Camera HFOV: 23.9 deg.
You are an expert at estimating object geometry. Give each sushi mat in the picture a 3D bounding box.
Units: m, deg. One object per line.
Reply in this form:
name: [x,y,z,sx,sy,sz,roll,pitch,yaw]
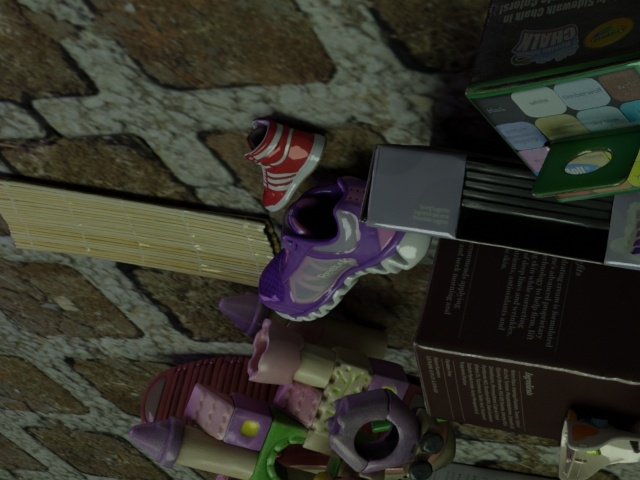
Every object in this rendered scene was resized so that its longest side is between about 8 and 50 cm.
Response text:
sushi mat: [-0.193,-0.006,1.596,0.317,0.019,0.151,9,151,13]

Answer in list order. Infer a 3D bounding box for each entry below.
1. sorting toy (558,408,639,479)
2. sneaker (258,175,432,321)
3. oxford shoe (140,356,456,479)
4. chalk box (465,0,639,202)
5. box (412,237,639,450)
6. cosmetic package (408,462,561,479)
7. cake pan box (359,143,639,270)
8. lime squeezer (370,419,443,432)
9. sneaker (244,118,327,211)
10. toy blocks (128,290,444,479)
sorting toy: [0.248,0.177,1.308,0.075,0.045,0.083,4,153,4]
sneaker: [0.000,0.000,1.408,0.105,0.095,0.236,19,149,-29]
oxford shoe: [-0.028,0.237,1.842,0.397,0.140,0.146,8,159,21]
chalk box: [0.189,-0.113,0.969,0.132,0.213,0.132,-7,145,38]
box: [0.203,0.073,1.361,0.203,0.168,0.167,9,152,14]
cosmetic package: [0.293,0.417,1.985,0.385,0.156,0.217,6,152,17]
cake pan box: [0.174,-0.026,1.167,0.246,0.070,0.267,8,-175,14]
lime squeezer: [0.211,0.191,1.678,0.310,0.058,0.110,8,162,-29]
sneaker: [-0.046,-0.070,1.367,0.067,0.042,0.118,19,146,-15]
toy blocks: [-0.069,0.217,1.548,0.260,0.288,0.309,17,-166,-15]
